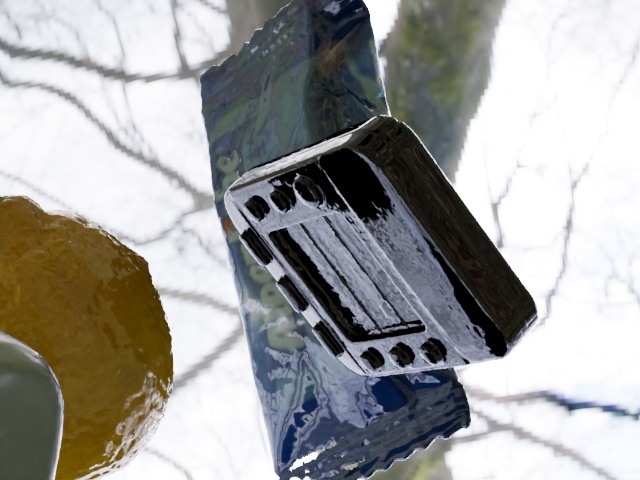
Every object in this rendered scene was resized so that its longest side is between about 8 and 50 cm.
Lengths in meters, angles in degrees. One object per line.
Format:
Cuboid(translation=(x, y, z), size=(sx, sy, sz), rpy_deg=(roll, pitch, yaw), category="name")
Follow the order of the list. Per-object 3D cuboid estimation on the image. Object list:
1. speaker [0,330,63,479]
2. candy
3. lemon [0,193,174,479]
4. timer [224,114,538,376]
Cuboid(translation=(-0.303, 0.082, 0.666), size=(0.184, 0.183, 0.406), rpy_deg=(17, -175, 44), category="speaker")
Cuboid(translation=(0.000, 0.000, 1.183), size=(0.077, 0.331, 0.187), rpy_deg=(5, 155, -41), category="candy")
Cuboid(translation=(-0.156, 0.056, 1.006), size=(0.142, 0.187, 0.142), rpy_deg=(-17, -161, 6), category="lemon")
Cuboid(translation=(0.031, 0.005, 0.987), size=(0.055, 0.144, 0.187), rpy_deg=(-43, -167, -26), category="timer")
